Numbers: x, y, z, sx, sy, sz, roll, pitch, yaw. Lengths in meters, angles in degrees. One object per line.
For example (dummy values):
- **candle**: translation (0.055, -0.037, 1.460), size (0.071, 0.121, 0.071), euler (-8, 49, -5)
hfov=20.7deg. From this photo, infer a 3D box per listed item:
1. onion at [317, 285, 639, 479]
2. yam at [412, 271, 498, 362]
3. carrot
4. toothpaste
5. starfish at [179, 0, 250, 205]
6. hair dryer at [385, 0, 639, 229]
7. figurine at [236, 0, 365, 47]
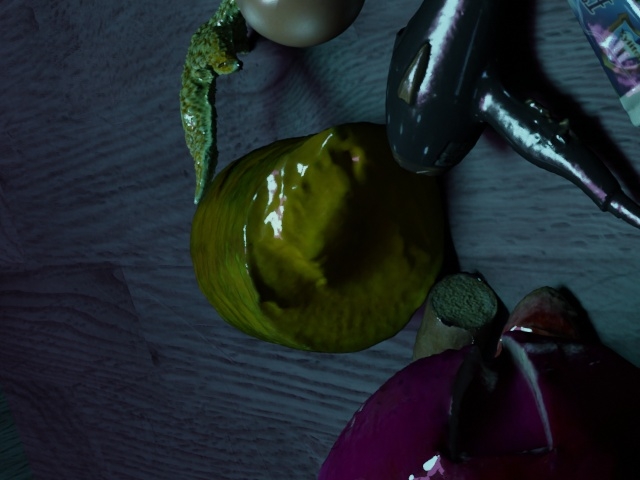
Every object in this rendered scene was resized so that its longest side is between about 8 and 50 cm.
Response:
- **onion**: translation (0.191, 0.218, 1.600), size (0.420, 0.398, 0.398), euler (-92, 0, -56)
- **yam**: translation (0.142, 0.100, 1.859), size (0.084, 0.084, 0.127), euler (52, 153, 31)
- **carrot**: translation (0.000, 0.000, 1.878), size (0.341, 0.242, 0.241), euler (-2, 107, 69)
- **toothpaste**: translation (0.200, -0.280, 1.461), size (0.392, 0.061, 0.099), euler (64, 148, 9)
- **starfish**: translation (-0.118, -0.179, 1.955), size (0.358, 0.078, 0.347), euler (114, 169, -46)
- **hair dryer**: translation (0.212, -0.125, 1.566), size (0.359, 0.120, 0.303), euler (42, 131, 27)
- **figurine**: translation (-0.015, -0.397, 1.582), size (0.276, 0.248, 0.388), euler (48, 153, 32)
